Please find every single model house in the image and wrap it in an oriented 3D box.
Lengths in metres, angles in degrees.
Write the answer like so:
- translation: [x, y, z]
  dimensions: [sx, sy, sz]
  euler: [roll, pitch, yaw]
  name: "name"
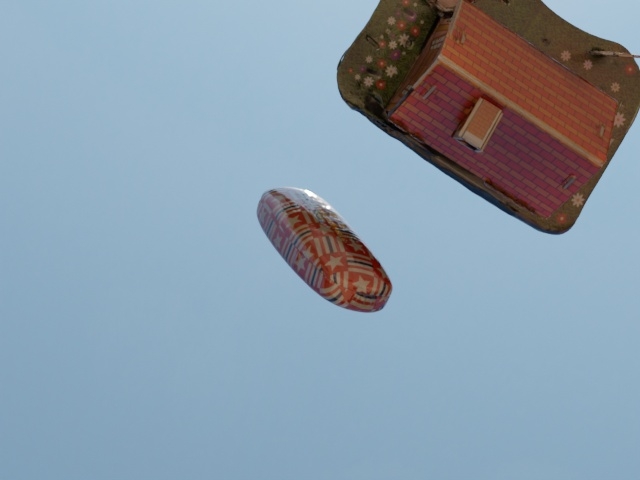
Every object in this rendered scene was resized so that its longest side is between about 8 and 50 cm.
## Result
- translation: [0.187, -0.149, 1.599]
  dimensions: [0.294, 0.154, 0.207]
  euler: [32, -91, -13]
  name: "model house"

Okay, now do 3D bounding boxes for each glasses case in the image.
- translation: [0.000, 0.000, 1.518]
  dimensions: [0.073, 0.049, 0.194]
  euler: [9, -157, -31]
  name: "glasses case"
